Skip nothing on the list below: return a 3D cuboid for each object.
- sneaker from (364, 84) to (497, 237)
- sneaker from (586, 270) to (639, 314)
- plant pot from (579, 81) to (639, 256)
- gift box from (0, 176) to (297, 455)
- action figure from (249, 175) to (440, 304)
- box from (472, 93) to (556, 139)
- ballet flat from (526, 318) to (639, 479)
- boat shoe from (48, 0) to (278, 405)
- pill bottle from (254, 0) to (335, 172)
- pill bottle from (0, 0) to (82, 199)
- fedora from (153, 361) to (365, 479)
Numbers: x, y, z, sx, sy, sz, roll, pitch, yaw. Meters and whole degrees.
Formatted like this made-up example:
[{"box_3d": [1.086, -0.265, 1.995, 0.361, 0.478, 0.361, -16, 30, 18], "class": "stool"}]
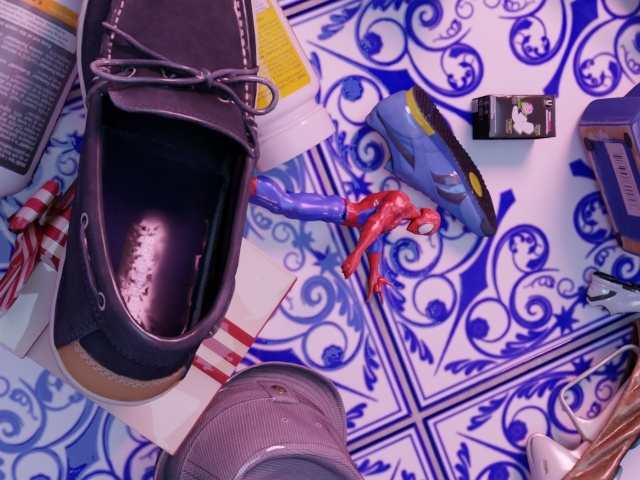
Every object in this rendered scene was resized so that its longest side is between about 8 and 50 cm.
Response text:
[{"box_3d": [0.130, -0.081, 1.459, 0.082, 0.069, 0.209, -28, 111, 23], "class": "sneaker"}, {"box_3d": [0.374, 0.073, 1.535, 0.109, 0.040, 0.044, 18, 105, -10], "class": "sneaker"}, {"box_3d": [0.442, -0.095, 1.443, 0.212, 0.236, 0.236, -21, 98, -5], "class": "plant pot"}, {"box_3d": [-0.216, 0.062, 1.280, 0.258, 0.255, 0.276, 38, 76, -13], "class": "gift box"}, {"box_3d": [0.000, 0.000, 1.413, 0.280, 0.091, 0.139, 3, 86, -12], "class": "action figure"}, {"box_3d": [0.227, -0.144, 1.470, 0.083, 0.062, 0.052, -1, 92, -13], "class": "box"}, {"box_3d": [0.326, 0.235, 1.501, 0.124, 0.116, 0.342, 36, 84, 8], "class": "ballet flat"}, {"box_3d": [-0.132, -0.104, 1.124, 0.186, 0.156, 0.500, 16, 67, -23], "class": "boat shoe"}, {"box_3d": [-0.074, -0.188, 1.369, 0.119, 0.119, 0.208, -30, 99, -10], "class": "pill bottle"}, {"box_3d": [-0.349, -0.143, 1.285, 0.162, 0.162, 0.278, 24, 87, -13], "class": "pill bottle"}, {"box_3d": [-0.041, 0.261, 1.341, 0.275, 0.124, 0.244, 26, 88, -41], "class": "fedora"}]
